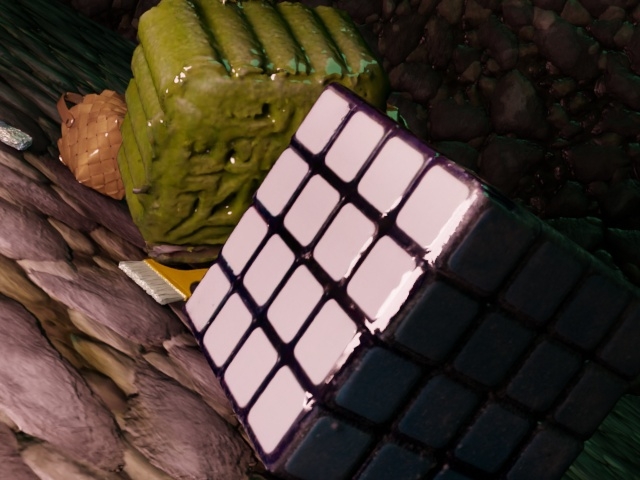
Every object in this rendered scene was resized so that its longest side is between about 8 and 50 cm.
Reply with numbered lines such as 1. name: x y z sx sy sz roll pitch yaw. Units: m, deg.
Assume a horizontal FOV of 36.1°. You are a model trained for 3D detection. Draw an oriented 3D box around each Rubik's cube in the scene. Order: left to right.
1. Rubik's cube: 0.104 0.084 1.081 0.344 0.337 0.344 28 10 -32

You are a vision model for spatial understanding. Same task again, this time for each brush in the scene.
1. brush: -0.492 -0.185 1.363 0.196 0.021 0.070 33 6 -7
2. brush: -0.157 0.047 1.240 0.083 0.011 0.205 37 21 26

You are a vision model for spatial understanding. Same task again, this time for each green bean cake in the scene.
1. green bean cake: -0.098 -0.143 1.304 0.335 0.319 0.218 -7 49 -26

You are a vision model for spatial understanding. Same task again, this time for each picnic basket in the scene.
1. picnic basket: -0.327 -0.159 1.455 0.128 0.138 0.178 24 19 -49

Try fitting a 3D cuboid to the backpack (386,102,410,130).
1. backpack: 0.041 -0.067 1.796 0.201 0.353 0.378 59 17 -53
